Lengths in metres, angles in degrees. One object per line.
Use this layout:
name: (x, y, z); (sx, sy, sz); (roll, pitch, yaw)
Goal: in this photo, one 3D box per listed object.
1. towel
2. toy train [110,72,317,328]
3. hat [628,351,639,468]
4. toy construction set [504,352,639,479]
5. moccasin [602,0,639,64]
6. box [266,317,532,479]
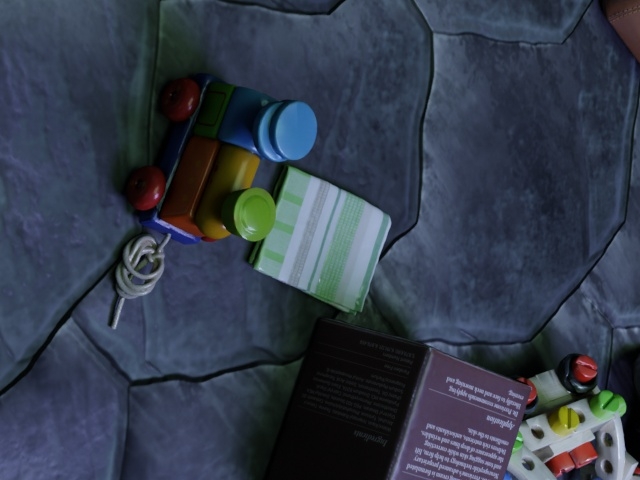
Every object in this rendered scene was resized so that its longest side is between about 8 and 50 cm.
towel: (0.000, 0.000, 1.618); (0.152, 0.023, 0.113); (26, 79, -39)
toy train: (-0.098, -0.023, 1.441); (0.105, 0.143, 0.248); (27, 80, -41)
hat: (0.455, 0.293, 1.955); (0.331, 0.331, 0.134); (24, 121, -41)
toy construction set: (0.266, 0.252, 1.789); (0.327, 0.151, 0.215); (-5, 61, -52)
moccasin: (0.486, -0.203, 1.917); (0.380, 0.147, 0.139); (48, 67, -36)
box: (0.076, 0.205, 1.621); (0.168, 0.167, 0.203); (24, 82, -42)
